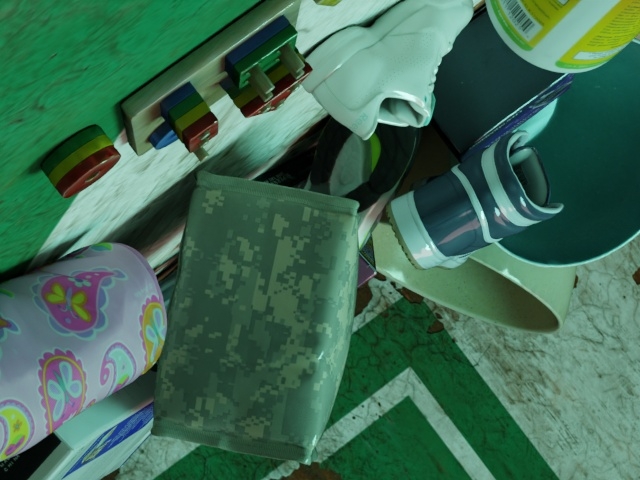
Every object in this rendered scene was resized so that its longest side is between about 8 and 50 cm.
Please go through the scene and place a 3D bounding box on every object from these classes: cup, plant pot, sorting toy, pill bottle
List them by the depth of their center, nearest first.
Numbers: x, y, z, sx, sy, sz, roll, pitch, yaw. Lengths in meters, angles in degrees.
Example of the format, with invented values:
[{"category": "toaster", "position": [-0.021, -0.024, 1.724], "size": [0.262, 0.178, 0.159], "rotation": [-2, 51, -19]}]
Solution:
[{"category": "sorting toy", "position": [-0.055, -0.102, 1.197], "size": [0.274, 0.046, 0.132], "rotation": [-37, 176, -8]}, {"category": "pill bottle", "position": [0.236, -0.240, 1.446], "size": [0.136, 0.136, 0.245], "rotation": [-35, 175, -25]}, {"category": "plant pot", "position": [0.266, -0.138, 2.187], "size": [0.290, 0.290, 0.195], "rotation": [-37, -147, -4]}, {"category": "cup", "position": [0.214, -0.052, 2.418], "size": [0.237, 0.331, 0.331], "rotation": [-64, -179, -12]}]

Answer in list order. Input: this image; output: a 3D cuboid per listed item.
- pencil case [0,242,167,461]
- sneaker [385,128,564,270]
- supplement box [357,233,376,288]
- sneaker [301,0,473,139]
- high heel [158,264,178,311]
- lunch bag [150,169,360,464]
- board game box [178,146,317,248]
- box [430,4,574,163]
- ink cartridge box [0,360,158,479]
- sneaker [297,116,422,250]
[{"category": "pencil case", "position": [-0.227, 0.089, 1.369], "size": [0.124, 0.124, 0.284], "rotation": [-39, 176, 29]}, {"category": "sneaker", "position": [0.167, -0.042, 1.844], "size": [0.153, 0.099, 0.282], "rotation": [-28, 179, 14]}, {"category": "supplement box", "position": [0.000, 0.000, 2.054], "size": [0.081, 0.104, 0.188], "rotation": [-38, -170, 9]}, {"category": "sneaker", "position": [0.069, -0.138, 1.478], "size": [0.212, 0.094, 0.080], "rotation": [-33, 173, -44]}, {"category": "high heel", "position": [-0.159, 0.084, 2.038], "size": [0.186, 0.093, 0.261], "rotation": [-35, 172, -33]}, {"category": "lunch bag", "position": [-0.053, 0.071, 1.659], "size": [0.287, 0.169, 0.235], "rotation": [56, 45, -85]}, {"category": "board game box", "position": [-0.055, -0.045, 1.924], "size": [0.126, 0.026, 0.186], "rotation": [-41, 174, 38]}, {"category": "box", "position": [0.176, -0.169, 1.916], "size": [0.153, 0.108, 0.207], "rotation": [-37, 176, 5]}, {"category": "ink cartridge box", "position": [-0.225, 0.184, 1.693], "size": [0.165, 0.065, 0.333], "rotation": [-48, 172, 18]}, {"category": "sneaker", "position": [0.021, -0.030, 1.866], "size": [0.300, 0.111, 0.121], "rotation": [-53, 171, 27]}]
